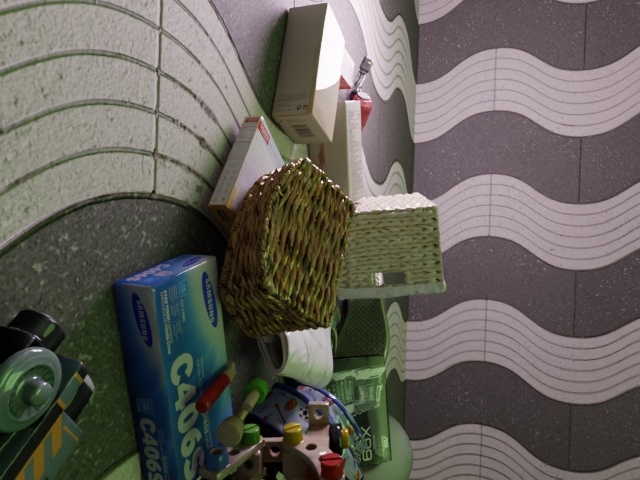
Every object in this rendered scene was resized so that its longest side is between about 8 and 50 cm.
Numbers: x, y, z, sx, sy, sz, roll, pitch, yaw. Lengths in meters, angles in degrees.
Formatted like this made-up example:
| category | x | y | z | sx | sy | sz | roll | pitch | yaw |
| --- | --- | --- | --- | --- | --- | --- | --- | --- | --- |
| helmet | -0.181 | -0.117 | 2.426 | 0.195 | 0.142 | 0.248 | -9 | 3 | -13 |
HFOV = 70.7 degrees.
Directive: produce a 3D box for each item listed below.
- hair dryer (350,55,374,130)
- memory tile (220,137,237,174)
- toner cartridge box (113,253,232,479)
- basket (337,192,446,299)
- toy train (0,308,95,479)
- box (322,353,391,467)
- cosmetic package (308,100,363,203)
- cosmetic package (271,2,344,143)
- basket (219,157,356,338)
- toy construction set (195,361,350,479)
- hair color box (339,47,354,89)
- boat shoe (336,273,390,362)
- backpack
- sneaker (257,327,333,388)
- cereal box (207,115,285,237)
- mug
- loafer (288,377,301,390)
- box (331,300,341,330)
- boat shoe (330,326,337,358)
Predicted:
| category | x | y | z | sx | sy | sz | roll | pitch | yaw |
| --- | --- | --- | --- | --- | --- | --- | --- | --- | --- |
| hair dryer | 0.136 | -0.471 | 1.579 | 0.223 | 0.080 | 0.294 | -176 | -78 | -88 |
| memory tile | -0.164 | -0.135 | 0.969 | 0.148 | 0.012 | 0.113 | 63 | 35 | -52 |
| toner cartridge box | -0.229 | 0.212 | 0.745 | 0.165 | 0.075 | 0.349 | -36 | 126 | -66 |
| basket | 0.201 | 0.004 | 1.429 | 0.331 | 0.327 | 0.267 | -76 | 162 | -77 |
| toy train | -0.336 | 0.228 | 0.400 | 0.190 | 0.142 | 0.334 | 89 | 15 | -45 |
| box | 0.080 | 0.502 | 1.333 | 0.076 | 0.242 | 0.308 | 156 | -66 | -65 |
| cosmetic package | 0.047 | -0.262 | 1.354 | 0.153 | 0.129 | 0.297 | -35 | 125 | -63 |
| cosmetic package | -0.025 | -0.425 | 1.170 | 0.160 | 0.113 | 0.310 | 35 | 60 | -66 |
| basket | -0.095 | 0.014 | 0.872 | 0.213 | 0.222 | 0.300 | 37 | 53 | -34 |
| toy construction set | -0.079 | 0.349 | 0.802 | 0.309 | 0.257 | 0.237 | 62 | 13 | -5 |
| hair color box | 0.060 | -0.566 | 1.464 | 0.167 | 0.053 | 0.093 | 13 | 82 | -70 |
| boat shoe | 0.158 | 0.313 | 1.618 | 0.156 | 0.186 | 0.501 | 74 | 18 | -50 |
| backpack | -0.035 | 0.449 | 1.023 | 0.213 | 0.276 | 0.264 | -52 | 128 | -33 |
| sneaker | -0.062 | 0.177 | 1.035 | 0.169 | 0.108 | 0.293 | 30 | 37 | -40 |
| cereal box | -0.142 | -0.114 | 0.941 | 0.173 | 0.047 | 0.240 | 66 | 31 | -52 |
| mug | 0.134 | 0.753 | 1.540 | 0.374 | 0.276 | 0.328 | -45 | 148 | -12 |
| loafer | -0.058 | 0.364 | 1.238 | 0.078 | 0.076 | 0.224 | -140 | -138 | -71 |
| box | 0.036 | 0.280 | 1.524 | 0.081 | 0.028 | 0.136 | 72 | 26 | -44 |
| boat shoe | 0.015 | 0.387 | 1.413 | 0.068 | 0.081 | 0.228 | 3 | 82 | -67 |
